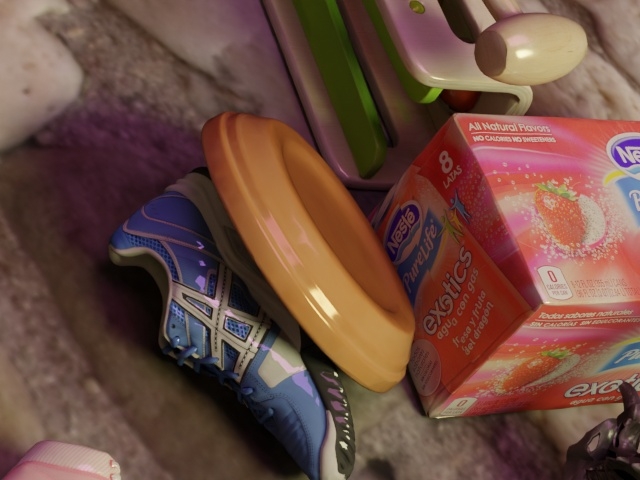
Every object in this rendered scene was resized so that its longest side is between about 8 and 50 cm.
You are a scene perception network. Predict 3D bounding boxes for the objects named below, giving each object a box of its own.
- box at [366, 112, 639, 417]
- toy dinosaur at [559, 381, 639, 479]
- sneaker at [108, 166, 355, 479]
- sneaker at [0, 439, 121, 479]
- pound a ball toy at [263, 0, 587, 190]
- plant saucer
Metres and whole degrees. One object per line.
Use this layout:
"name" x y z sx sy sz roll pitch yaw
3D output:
"box" 0.197 0.014 1.135 0.300 0.142 0.154 0 55 -34
"toy dinosaur" 0.265 0.177 0.982 0.164 0.218 0.322 34 84 -27
"sneaker" -0.051 0.061 0.994 0.081 0.080 0.211 -28 74 -17
"sneaker" -0.109 0.154 0.880 0.134 0.051 0.070 32 49 -2
"pound a ball toy" 0.076 -0.184 1.171 0.136 0.208 0.319 0 55 -34
"plant saucer" 0.000 0.000 1.017 0.200 0.037 0.200 52 12 -17
